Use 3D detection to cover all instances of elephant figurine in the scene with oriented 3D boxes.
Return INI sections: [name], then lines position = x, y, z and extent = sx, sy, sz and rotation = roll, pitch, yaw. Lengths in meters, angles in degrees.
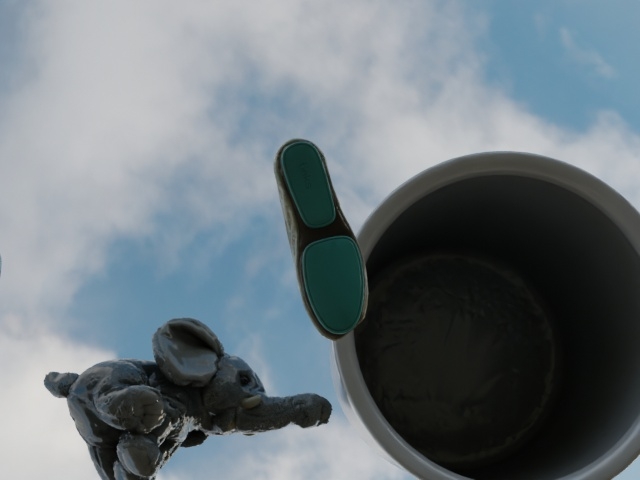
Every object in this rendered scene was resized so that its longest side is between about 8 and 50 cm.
[elephant figurine]
position = -0.145, 0.176, 1.213
extent = 0.239, 0.169, 0.186
rotation = -26, -88, -35

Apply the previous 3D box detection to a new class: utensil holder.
[utensil holder]
position = 0.170, 0.111, 1.165
extent = 0.327, 0.385, 0.327
rotation = 0, -101, -1

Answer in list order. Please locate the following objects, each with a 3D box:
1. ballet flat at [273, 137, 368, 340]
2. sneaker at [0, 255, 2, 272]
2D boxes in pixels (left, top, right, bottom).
[ballet flat]
position = 0.000, 0.000, 0.864
extent = 0.057, 0.052, 0.168
rotation = -9, -103, -11
[sneaker]
position = -0.373, -0.008, 1.083
extent = 0.122, 0.110, 0.283
rotation = 17, -48, -14
